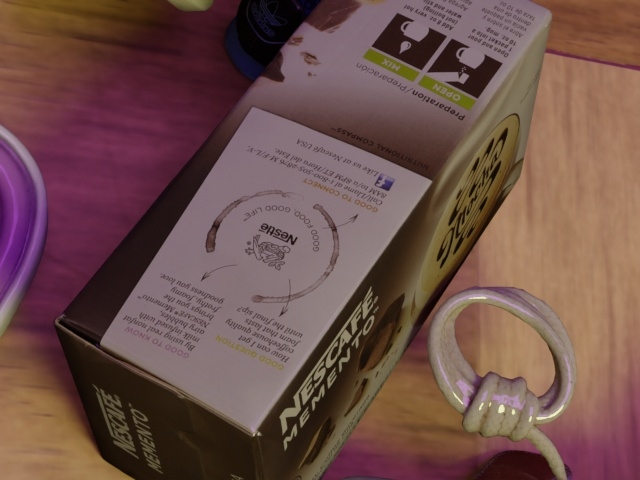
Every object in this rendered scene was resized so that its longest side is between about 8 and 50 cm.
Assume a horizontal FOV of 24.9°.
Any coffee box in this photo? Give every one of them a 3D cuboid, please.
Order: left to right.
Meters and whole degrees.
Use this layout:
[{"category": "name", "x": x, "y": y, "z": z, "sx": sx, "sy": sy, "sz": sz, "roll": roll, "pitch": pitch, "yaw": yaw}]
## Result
[{"category": "coffee box", "x": 0.000, "y": 0.000, "z": 0.798, "sx": 0.119, "sy": 0.168, "sz": 0.297, "roll": 28, "pitch": 62, "yaw": 16}]

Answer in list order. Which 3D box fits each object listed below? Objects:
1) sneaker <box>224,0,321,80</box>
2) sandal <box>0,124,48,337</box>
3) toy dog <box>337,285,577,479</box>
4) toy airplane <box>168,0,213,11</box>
[{"category": "sneaker", "x": 0.046, "y": -0.176, "z": 0.931, "sx": 0.232, "sy": 0.090, "sz": 0.081, "roll": -35, "pitch": 88, "yaw": -27}, {"category": "sandal", "x": -0.257, "y": 0.100, "z": 0.710, "sx": 0.169, "sy": 0.102, "sz": 0.416, "roll": 19, "pitch": 66, "yaw": -9}, {"category": "toy dog", "x": 0.164, "y": 0.192, "z": 0.852, "sx": 0.334, "sy": 0.161, "sz": 0.220, "roll": 27, "pitch": 67, "yaw": 5}, {"category": "toy airplane", "x": -0.085, "y": -0.320, "z": 0.798, "sx": 0.386, "sy": 0.272, "sz": 0.384, "roll": -37, "pitch": 61, "yaw": -7}]
